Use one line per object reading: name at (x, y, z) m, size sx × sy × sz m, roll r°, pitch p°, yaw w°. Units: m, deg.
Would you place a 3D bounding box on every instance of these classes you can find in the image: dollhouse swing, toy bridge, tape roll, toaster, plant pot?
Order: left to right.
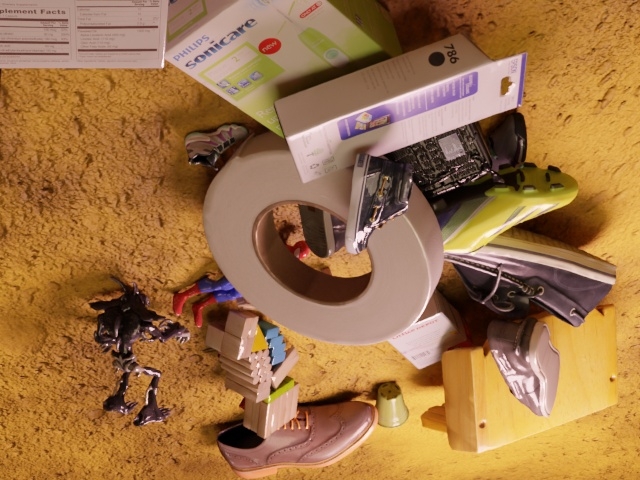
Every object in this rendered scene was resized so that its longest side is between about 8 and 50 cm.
toy bridge at (-0.061, 0.100, 2.038) m, size 0.188 × 0.063 × 0.026 m, roll -14°, pitch 144°, yaw 5°
tape roll at (0.000, 0.000, 1.743) m, size 0.392 × 0.072 × 0.392 m, roll 16°, pitch 134°, yaw 17°
plant pot at (0.152, 0.355, 2.436) m, size 0.083 × 0.083 × 0.079 m, roll -9°, pitch 132°, yaw -3°
toaster at (0.163, -0.153, 1.687) m, size 0.168 × 0.110 × 0.186 m, roll -21°, pitch 125°, yaw 15°
dollhouse swing at (0.383, 0.258, 2.306) m, size 0.346 × 0.305 × 0.315 m, roll -15°, pitch 110°, yaw -22°

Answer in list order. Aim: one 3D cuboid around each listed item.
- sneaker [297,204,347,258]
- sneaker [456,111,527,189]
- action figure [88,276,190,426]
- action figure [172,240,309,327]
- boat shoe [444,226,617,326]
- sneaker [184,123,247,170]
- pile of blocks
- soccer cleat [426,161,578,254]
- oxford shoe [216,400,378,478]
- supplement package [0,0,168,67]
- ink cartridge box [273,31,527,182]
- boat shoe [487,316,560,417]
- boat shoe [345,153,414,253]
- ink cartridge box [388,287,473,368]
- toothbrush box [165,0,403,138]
sneaker at (0.024, -0.090, 1.807) m, size 0.118 × 0.083 × 0.222 m, roll -32°, pitch 135°, yaw -33°
sneaker at (0.268, -0.122, 1.810) m, size 0.098 × 0.083 × 0.224 m, roll 1°, pitch 143°, yaw -8°
action figure at (-0.335, 0.187, 2.023) m, size 0.164 × 0.141 × 0.276 m, roll 8°, pitch 107°, yaw 18°
action figure at (-0.127, 0.097, 1.962) m, size 0.280 × 0.139 × 0.091 m, roll -31°, pitch 141°, yaw 22°
boat shoe at (0.323, 0.053, 1.955) m, size 0.500 × 0.187 × 0.156 m, roll 16°, pitch 101°, yaw -37°
sneaker at (-0.155, -0.136, 1.687) m, size 0.098 × 0.069 × 0.038 m, roll -14°, pitch 144°, yaw 5°
pile of blocks at (-0.136, 0.235, 2.190) m, size 0.112 × 0.149 × 0.362 m, roll 22°, pitch 145°, yaw 30°
soccer cleat at (0.261, -0.040, 1.744) m, size 0.289 × 0.093 × 0.121 m, roll -14°, pitch 120°, yaw 5°
oxford shoe at (-0.053, 0.421, 2.427) m, size 0.363 × 0.130 × 0.133 m, roll -21°, pitch 135°, yaw 12°
supplement package at (-0.277, -0.331, 1.225) m, size 0.204 × 0.262 × 0.145 m, roll -2°, pitch 144°, yaw -12°
ink cartridge box at (0.110, -0.185, 1.501) m, size 0.332 × 0.065 × 0.165 m, roll -18°, pitch 159°, yaw 0°
boat shoe at (0.376, 0.226, 2.038) m, size 0.095 × 0.112 × 0.335 m, roll 12°, pitch 155°, yaw 23°
boat shoe at (0.083, -0.042, 1.565) m, size 0.083 × 0.065 × 0.183 m, roll 11°, pitch 139°, yaw 5°
ink cartridge box at (0.207, 0.171, 2.195) m, size 0.127 × 0.072 × 0.175 m, roll -24°, pitch 143°, yaw 17°
toothbrush box at (-0.050, -0.274, 1.471) m, size 0.206 × 0.122 × 0.283 m, roll -30°, pitch 143°, yaw 24°
